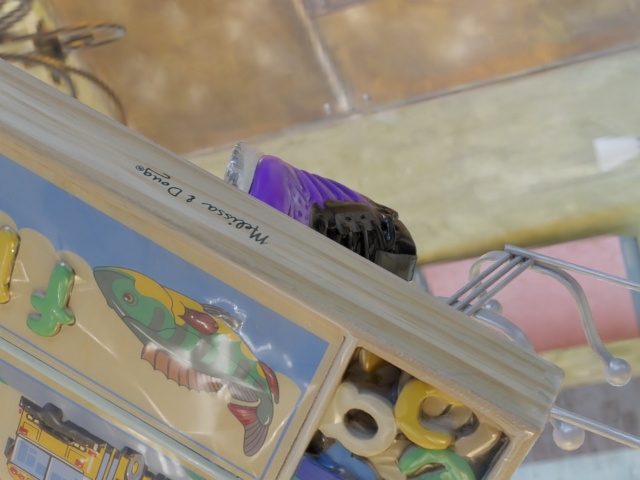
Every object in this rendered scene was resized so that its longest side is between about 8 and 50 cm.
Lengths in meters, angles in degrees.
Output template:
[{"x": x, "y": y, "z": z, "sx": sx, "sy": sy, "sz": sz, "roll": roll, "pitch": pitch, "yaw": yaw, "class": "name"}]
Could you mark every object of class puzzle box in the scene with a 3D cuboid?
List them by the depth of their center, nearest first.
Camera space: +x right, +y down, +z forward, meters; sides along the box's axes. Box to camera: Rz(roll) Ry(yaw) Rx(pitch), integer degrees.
[{"x": -0.113, "y": 0.074, "z": 0.628, "sx": 0.052, "sy": 0.409, "sz": 0.272, "roll": -51, "pitch": -13, "yaw": -52, "class": "puzzle box"}]

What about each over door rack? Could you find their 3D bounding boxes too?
[{"x": 0.203, "y": 0.095, "z": 0.756, "sx": 0.239, "sy": 0.324, "sz": 0.108, "roll": -30, "pitch": -59, "yaw": -54, "class": "over door rack"}]

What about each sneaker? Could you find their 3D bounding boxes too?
[{"x": 0.000, "y": -0.001, "z": 0.838, "sx": 0.293, "sy": 0.146, "sz": 0.102, "roll": -54, "pitch": -16, "yaw": -82, "class": "sneaker"}]
